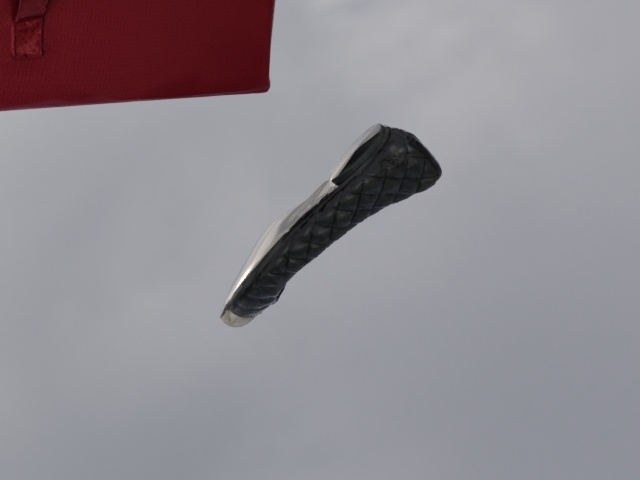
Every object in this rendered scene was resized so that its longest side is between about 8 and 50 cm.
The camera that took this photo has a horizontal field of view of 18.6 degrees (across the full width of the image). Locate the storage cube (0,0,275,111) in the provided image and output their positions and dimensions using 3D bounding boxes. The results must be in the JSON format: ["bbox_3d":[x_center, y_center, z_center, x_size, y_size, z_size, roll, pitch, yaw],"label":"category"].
[{"bbox_3d":[-0.142,-0.194,1.164,0.193,0.183,0.215,-6,-153,-24],"label":"storage cube"}]

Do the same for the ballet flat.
[{"bbox_3d":[0.000,0.000,1.132,0.173,0.049,0.057,-44,-162,30],"label":"ballet flat"}]
